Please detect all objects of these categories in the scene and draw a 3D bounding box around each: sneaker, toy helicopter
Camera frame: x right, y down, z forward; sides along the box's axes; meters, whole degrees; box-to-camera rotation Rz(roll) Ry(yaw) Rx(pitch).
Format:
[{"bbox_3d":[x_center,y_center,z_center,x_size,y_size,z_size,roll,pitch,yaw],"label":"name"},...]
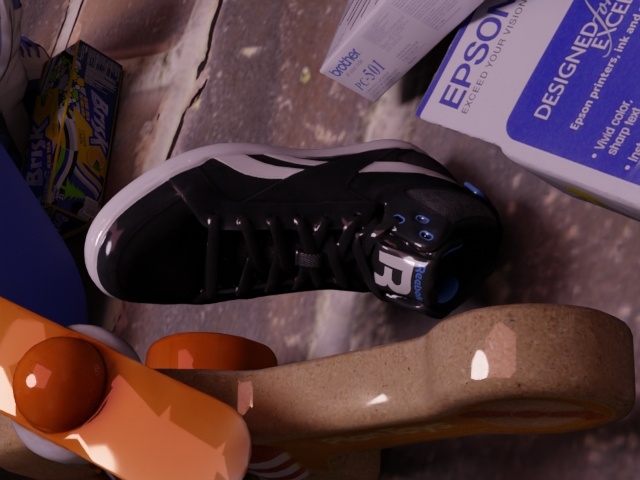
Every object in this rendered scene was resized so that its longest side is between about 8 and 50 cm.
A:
[{"bbox_3d":[-0.322,-0.160,0.891,0.316,0.127,0.182,101,169,-45],"label":"sneaker"},{"bbox_3d":[-0.031,0.077,0.463,0.355,0.235,0.140,-18,57,38],"label":"toy helicopter"},{"bbox_3d":[0.000,0.000,0.500,0.121,0.216,0.079,37,134,50],"label":"sneaker"}]

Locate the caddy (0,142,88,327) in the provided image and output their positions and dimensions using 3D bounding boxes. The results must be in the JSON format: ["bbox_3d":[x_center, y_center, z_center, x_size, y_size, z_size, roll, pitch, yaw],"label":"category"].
[{"bbox_3d":[-0.343,0.029,0.740,0.241,0.179,0.341,-31,93,31],"label":"caddy"}]

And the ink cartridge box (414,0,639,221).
[{"bbox_3d":[0.229,-0.139,0.449,0.307,0.072,0.304,32,94,51],"label":"ink cartridge box"}]

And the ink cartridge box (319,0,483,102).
[{"bbox_3d":[0.072,-0.168,0.559,0.207,0.046,0.097,-36,30,60],"label":"ink cartridge box"}]

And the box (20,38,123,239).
[{"bbox_3d":[-0.225,-0.090,0.877,0.059,0.054,0.169,-19,56,38],"label":"box"}]
